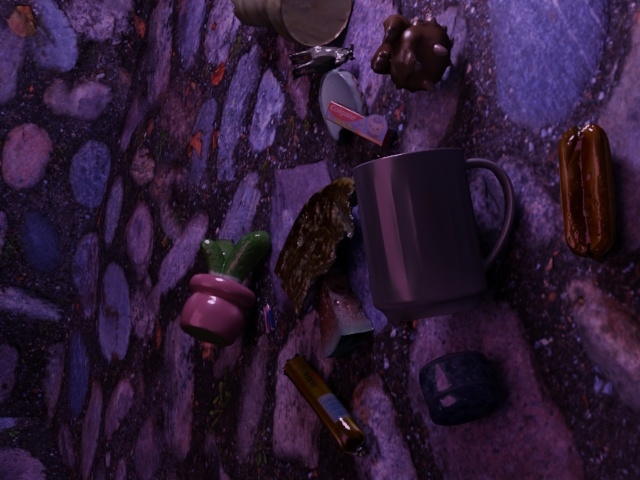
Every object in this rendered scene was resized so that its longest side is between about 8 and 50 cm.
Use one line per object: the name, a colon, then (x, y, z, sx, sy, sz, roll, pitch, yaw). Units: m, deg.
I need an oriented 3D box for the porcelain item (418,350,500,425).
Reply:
porcelain item: (0.279, 0.301, 1.592, 0.147, 0.147, 0.114, -44, 48, 42)

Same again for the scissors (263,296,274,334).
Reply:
scissors: (-0.156, 0.221, 2.359, 0.039, 0.012, 0.113, -37, 54, 46)

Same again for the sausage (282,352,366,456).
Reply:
sausage: (0.016, 0.420, 2.015, 0.371, 0.082, 0.082, 44, 119, 49)

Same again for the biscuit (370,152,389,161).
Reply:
biscuit: (0.192, -0.109, 1.872, 0.252, 0.070, 0.106, 46, 122, 48)

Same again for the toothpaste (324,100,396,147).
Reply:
toothpaste: (0.103, -0.304, 2.007, 0.193, 0.044, 0.070, 31, 110, 31)

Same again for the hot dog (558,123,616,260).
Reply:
hot dog: (0.487, -0.088, 1.441, 0.100, 0.068, 0.249, -8, 78, 44)

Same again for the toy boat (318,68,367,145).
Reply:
toy boat: (0.068, -0.361, 2.117, 0.134, 0.079, 0.207, -36, 66, 44)

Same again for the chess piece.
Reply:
chess piece: (-0.110, -0.699, 2.313, 0.442, 0.234, 0.234, 31, 109, 57)

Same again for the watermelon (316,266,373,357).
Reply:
watermelon: (0.040, 0.176, 2.036, 0.154, 0.094, 0.241, -55, 40, 48)

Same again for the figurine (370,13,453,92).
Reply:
figurine: (0.218, -0.429, 1.831, 0.247, 0.173, 0.177, -102, 29, -82)

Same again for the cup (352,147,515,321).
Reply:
cup: (0.246, -0.016, 1.634, 0.237, 0.323, 0.327, 12, -112, -81)

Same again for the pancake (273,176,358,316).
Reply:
pancake: (-0.001, -0.003, 2.093, 0.427, 0.067, 0.305, -57, 29, 30)

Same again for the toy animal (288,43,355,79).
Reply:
toy animal: (0.002, -0.497, 2.186, 0.217, 0.176, 0.073, -115, 16, -84)

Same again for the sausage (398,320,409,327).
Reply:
sausage: (0.167, 0.089, 1.899, 0.033, 0.033, 0.269, -47, 48, 40)

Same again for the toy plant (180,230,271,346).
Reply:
toy plant: (-0.307, 0.137, 2.435, 0.317, 0.210, 0.356, -14, 59, 55)
